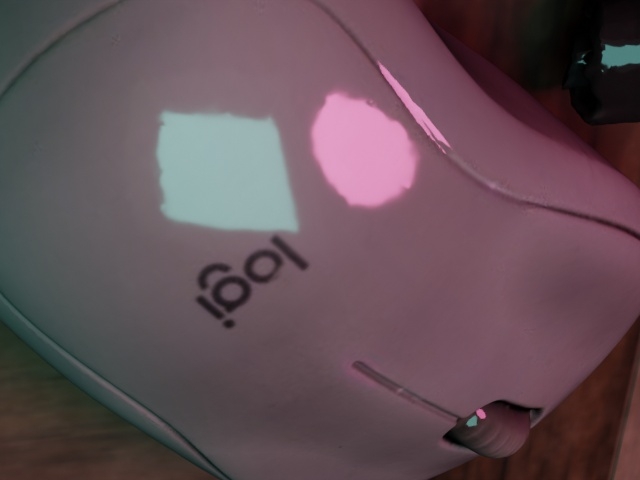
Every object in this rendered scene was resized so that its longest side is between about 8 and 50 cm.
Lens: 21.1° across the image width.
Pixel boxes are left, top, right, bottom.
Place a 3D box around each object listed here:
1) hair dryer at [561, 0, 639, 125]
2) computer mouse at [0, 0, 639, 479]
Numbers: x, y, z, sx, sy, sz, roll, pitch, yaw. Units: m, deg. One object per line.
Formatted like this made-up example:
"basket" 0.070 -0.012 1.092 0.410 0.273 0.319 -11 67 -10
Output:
"hair dryer" 0.209 -0.065 0.608 0.251 0.089 0.197 0 129 -4
"computer mouse" 0.000 0.000 0.561 0.184 0.121 0.297 -37 126 10
